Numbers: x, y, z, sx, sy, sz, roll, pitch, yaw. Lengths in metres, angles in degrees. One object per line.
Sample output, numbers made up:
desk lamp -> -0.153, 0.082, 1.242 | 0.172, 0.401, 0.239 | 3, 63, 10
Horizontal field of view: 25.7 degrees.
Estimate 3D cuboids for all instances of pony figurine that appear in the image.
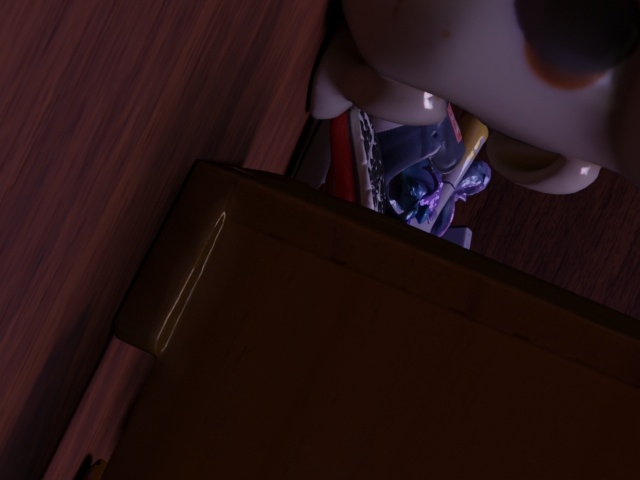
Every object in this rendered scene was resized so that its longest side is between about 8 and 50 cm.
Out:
pony figurine -> 0.081, -0.009, 1.690 | 0.363, 0.302, 0.351 | -59, 142, -33

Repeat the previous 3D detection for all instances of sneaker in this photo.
sneaker -> 0.097, -0.158, 1.427 | 0.131, 0.148, 0.350 | -58, 172, -65
sneaker -> 0.000, 0.000, 1.379 | 0.107, 0.118, 0.279 | -77, 173, -62

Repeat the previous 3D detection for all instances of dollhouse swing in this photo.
dollhouse swing -> 0.047, 0.156, 0.868 | 0.315, 0.347, 0.305 | -1, 112, -79

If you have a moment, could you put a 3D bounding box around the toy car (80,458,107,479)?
toy car -> -0.089, 0.281, 0.935 | 0.053, 0.239, 0.225 | -31, 145, -17

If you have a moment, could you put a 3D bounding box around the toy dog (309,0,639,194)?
toy dog -> 0.232, -0.176, 1.153 | 0.395, 0.408, 0.285 | 95, 19, -82

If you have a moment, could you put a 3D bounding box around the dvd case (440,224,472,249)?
dvd case -> 0.094, 0.100, 1.819 | 0.022, 0.180, 0.253 | 42, 53, -51
